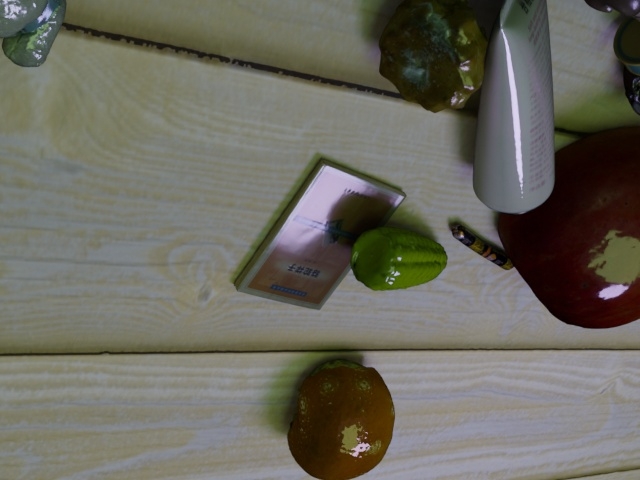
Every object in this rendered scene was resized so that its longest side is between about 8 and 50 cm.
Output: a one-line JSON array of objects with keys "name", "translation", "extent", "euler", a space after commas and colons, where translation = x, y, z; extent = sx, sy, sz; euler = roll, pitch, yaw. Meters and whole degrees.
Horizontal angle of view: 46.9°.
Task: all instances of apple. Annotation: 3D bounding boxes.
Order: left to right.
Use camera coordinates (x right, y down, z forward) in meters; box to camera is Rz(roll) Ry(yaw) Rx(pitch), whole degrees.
[{"name": "apple", "translation": [0.498, -0.019, 1.243], "extent": [0.364, 0.295, 0.329], "euler": [-32, 166, 3]}]

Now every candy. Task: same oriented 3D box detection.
[{"name": "candy", "translation": [0.133, 0.029, 1.136], "extent": [0.209, 0.097, 0.097], "euler": [3, 128, -51]}]

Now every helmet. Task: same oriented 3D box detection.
[{"name": "helmet", "translation": [0.494, -0.251, 1.098], "extent": [0.098, 0.070, 0.123], "euler": [-17, 142, -5]}]

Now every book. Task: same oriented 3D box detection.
[{"name": "book", "translation": [0.000, 0.001, 1.098], "extent": [0.170, 0.018, 0.242], "euler": [17, 119, -37]}]

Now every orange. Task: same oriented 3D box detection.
[{"name": "orange", "translation": [0.042, 0.336, 1.314], "extent": [0.179, 0.158, 0.237], "euler": [-1, 129, -24]}]

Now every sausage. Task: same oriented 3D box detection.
[{"name": "sausage", "translation": [0.277, 0.014, 1.248], "extent": [0.028, 0.025, 0.198], "euler": [-9, 154, 42]}]

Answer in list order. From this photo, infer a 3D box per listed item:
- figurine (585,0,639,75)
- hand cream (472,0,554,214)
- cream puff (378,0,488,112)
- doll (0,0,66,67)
[{"name": "figurine", "translation": [0.412, -0.326, 0.936], "extent": [0.158, 0.161, 0.275], "euler": [-37, 133, 28]}, {"name": "hand cream", "translation": [0.258, -0.193, 0.986], "extent": [0.186, 0.117, 0.359], "euler": [-59, 150, -36]}, {"name": "cream puff", "translation": [0.144, -0.240, 0.897], "extent": [0.116, 0.146, 0.146], "euler": [-54, 148, -35]}, {"name": "doll", "translation": [-0.307, -0.250, 0.679], "extent": [0.103, 0.072, 0.214], "euler": [-27, 139, -2]}]
